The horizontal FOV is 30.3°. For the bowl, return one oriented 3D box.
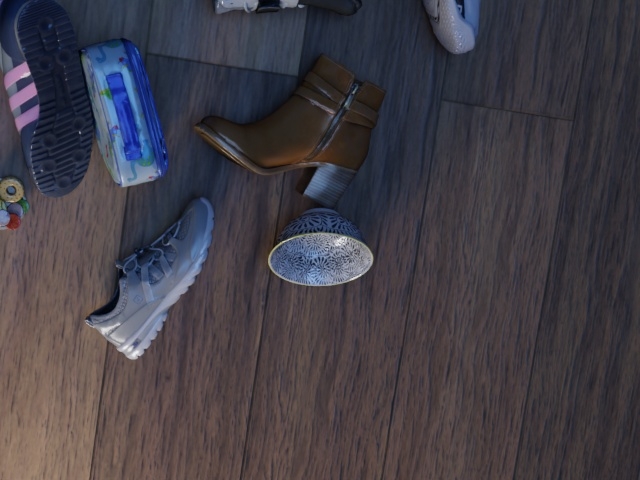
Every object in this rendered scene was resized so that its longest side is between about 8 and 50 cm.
[{"bbox_3d":[0.000,0.000,1.914,0.170,0.170,0.080,9,57,-16],"label":"bowl"}]

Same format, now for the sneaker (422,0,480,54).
[{"bbox_3d":[0.270,-0.492,1.903,0.210,0.137,0.365,-9,97,-11],"label":"sneaker"}]

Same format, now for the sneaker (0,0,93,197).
[{"bbox_3d":[-0.423,-0.224,1.784,0.112,0.131,0.319,-19,124,-34],"label":"sneaker"}]

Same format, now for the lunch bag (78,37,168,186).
[{"bbox_3d":[-0.297,-0.192,1.774,0.090,0.176,0.218,-16,101,-12],"label":"lunch bag"}]

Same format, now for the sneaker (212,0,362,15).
[{"bbox_3d":[-0.098,-0.407,1.842,0.331,0.122,0.146,23,109,-18],"label":"sneaker"}]

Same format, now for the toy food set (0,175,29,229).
[{"bbox_3d":[-0.493,-0.056,1.821,0.083,0.020,0.082,-12,101,-14],"label":"toy food set"}]

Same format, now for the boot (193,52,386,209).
[{"bbox_3d":[-0.040,-0.198,1.875,0.283,0.109,0.220,25,93,-19],"label":"boot"}]

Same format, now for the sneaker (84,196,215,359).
[{"bbox_3d":[-0.263,0.047,1.854,0.115,0.105,0.281,32,89,-17],"label":"sneaker"}]
